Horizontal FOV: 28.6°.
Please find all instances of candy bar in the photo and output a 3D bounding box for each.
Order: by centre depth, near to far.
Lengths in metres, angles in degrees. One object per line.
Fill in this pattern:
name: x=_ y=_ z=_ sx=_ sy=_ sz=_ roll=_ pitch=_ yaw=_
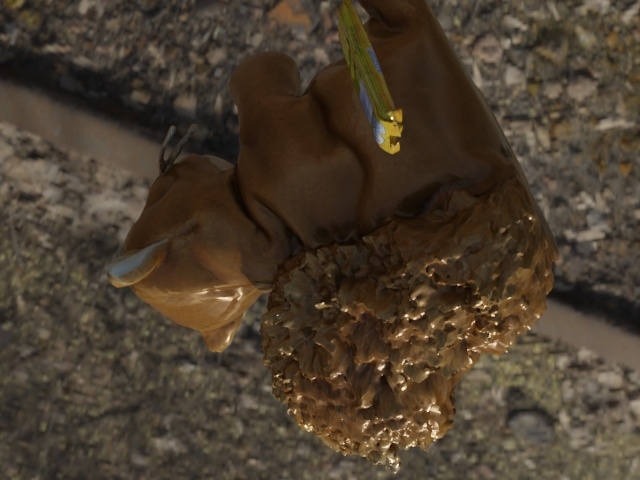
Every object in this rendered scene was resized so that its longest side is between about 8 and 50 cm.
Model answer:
candy bar: x=0.033 y=-0.124 z=0.910 sx=0.018 sy=0.161 sz=0.040 roll=-8 pitch=135 yaw=-9

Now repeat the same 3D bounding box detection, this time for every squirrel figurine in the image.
squirrel figurine: x=0.000 y=0.000 z=1.123 sx=0.370 sy=0.397 sz=0.281 roll=-28 pitch=148 yaw=11
